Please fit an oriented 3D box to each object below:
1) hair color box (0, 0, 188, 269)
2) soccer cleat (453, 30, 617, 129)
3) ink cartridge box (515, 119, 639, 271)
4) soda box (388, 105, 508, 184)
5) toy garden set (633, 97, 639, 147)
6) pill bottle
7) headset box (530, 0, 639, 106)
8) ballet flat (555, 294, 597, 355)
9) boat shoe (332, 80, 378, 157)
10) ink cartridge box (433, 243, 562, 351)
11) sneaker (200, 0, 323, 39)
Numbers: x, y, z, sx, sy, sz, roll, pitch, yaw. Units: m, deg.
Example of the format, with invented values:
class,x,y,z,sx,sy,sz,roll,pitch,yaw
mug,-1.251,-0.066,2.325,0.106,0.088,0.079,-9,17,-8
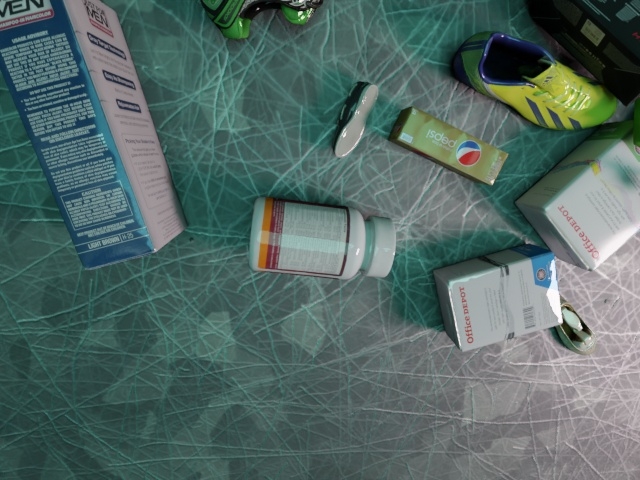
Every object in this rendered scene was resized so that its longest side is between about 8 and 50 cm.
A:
class,x,y,z,sx,sy,sz,roll,pitch,yaw
hair color box,-0.308,-0.152,0.579,0.105,0.174,0.347,-14,103,-1
soccer cleat,0.348,-0.242,0.647,0.289,0.121,0.093,17,100,-9
ink cartridge box,0.477,-0.076,0.713,0.212,0.093,0.154,-44,103,3
soda box,0.209,-0.155,0.685,0.181,0.061,0.058,24,99,-10
toy garden set,0.591,-0.123,0.648,0.244,0.049,0.203,15,78,-21
pill bottle,0.000,0.000,0.670,0.221,0.121,0.121,6,102,-8
headset box,0.502,-0.379,0.581,0.293,0.110,0.218,-39,76,10
ballet flat,0.484,0.171,0.790,0.057,0.052,0.168,-44,103,5
boat shoe,0.049,-0.197,0.673,0.046,0.038,0.125,6,114,-49
ink cartridge box,0.316,0.100,0.743,0.191,0.082,0.139,-15,103,-1
sneaker,-0.012,-0.398,0.588,0.344,0.134,0.146,-20,111,9
